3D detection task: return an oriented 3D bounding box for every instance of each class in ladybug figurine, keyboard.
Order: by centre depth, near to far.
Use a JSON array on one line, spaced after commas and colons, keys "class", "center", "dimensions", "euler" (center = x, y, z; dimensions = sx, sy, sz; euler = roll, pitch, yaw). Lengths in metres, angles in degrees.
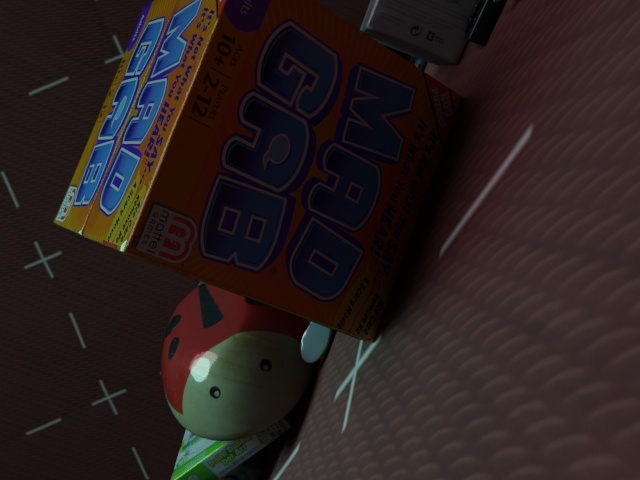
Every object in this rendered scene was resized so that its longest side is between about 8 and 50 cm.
[{"class": "keyboard", "center": [0.262, -0.401, 0.934], "dimensions": [0.201, 0.033, 0.317], "euler": [-85, 17, -69]}, {"class": "ladybug figurine", "center": [-0.175, 0.196, 1.400], "dimensions": [0.305, 0.161, 0.449], "euler": [-31, 25, -9]}]

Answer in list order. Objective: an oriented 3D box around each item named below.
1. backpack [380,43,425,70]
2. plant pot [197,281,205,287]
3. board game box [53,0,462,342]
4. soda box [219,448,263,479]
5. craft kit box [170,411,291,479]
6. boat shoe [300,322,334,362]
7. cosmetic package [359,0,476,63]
[{"class": "backpack", "center": [0.122, -0.317, 1.466], "dimensions": [0.173, 0.117, 0.158], "euler": [-171, 102, -83]}, {"class": "plant pot", "center": [-0.165, 0.106, 1.780], "dimensions": [0.229, 0.263, 0.263], "euler": [109, 178, -45]}, {"class": "board game box", "center": [-0.098, -0.109, 1.024], "dimensions": [0.356, 0.357, 0.356], "euler": [11, 79, 58]}, {"class": "soda box", "center": [-0.180, 0.453, 1.593], "dimensions": [0.286, 0.098, 0.091], "euler": [-104, 36, -79]}, {"class": "craft kit box", "center": [-0.167, 0.362, 1.442], "dimensions": [0.250, 0.061, 0.246], "euler": [-37, 8, 7]}, {"class": "boat shoe", "center": [0.008, 0.144, 1.270], "dimensions": [0.040, 0.049, 0.142], "euler": [31, -103, -62]}, {"class": "cosmetic package", "center": [0.160, -0.373, 1.157], "dimensions": [0.183, 0.151, 0.151], "euler": [-93, 24, -78]}]
